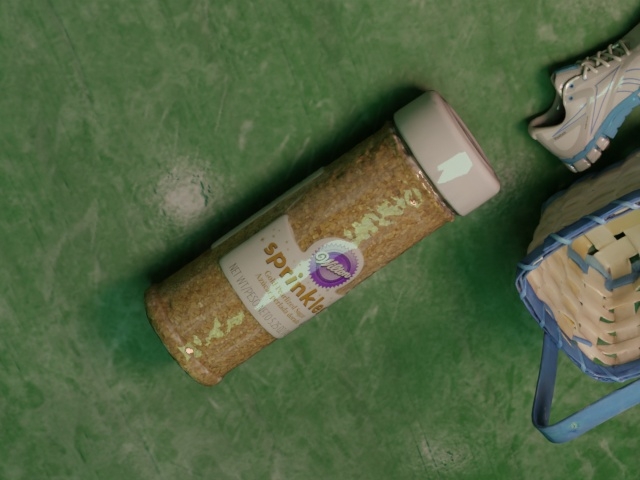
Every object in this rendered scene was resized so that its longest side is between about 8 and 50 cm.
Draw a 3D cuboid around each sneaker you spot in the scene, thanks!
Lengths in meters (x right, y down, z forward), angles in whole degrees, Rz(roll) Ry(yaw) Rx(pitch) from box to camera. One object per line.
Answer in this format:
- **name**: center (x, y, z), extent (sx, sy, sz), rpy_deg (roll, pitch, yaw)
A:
- **sneaker**: center (0.273, -0.157, 1.789), extent (0.083, 0.071, 0.190), rpy_deg (28, 111, -19)

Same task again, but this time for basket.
- **basket**: center (0.318, 0.045, 1.764), extent (0.255, 0.289, 0.201), rpy_deg (-28, 116, 31)

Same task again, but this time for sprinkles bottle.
- **sprinkles bottle**: center (0.000, 0.000, 1.791), extent (0.355, 0.121, 0.121), rpy_deg (-35, 121, 10)
